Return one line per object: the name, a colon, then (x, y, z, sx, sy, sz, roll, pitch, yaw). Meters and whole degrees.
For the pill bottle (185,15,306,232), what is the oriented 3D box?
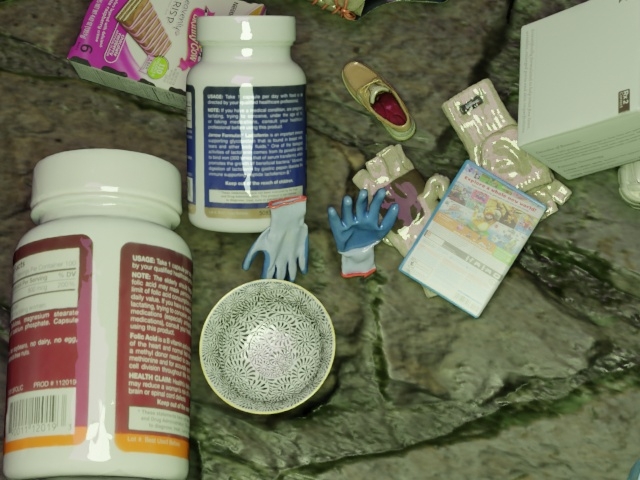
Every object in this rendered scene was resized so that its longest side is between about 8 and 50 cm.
pill bottle: (-0.093, -0.149, 1.675, 0.153, 0.153, 0.264, 1, 100, 7)

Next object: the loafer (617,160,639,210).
loafer: (0.533, -0.090, 1.652, 0.319, 0.112, 0.111, 3, 83, 8)

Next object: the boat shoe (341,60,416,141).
boat shoe: (0.078, -0.192, 1.769, 0.050, 0.045, 0.135, -41, 74, -6)

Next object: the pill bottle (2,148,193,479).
pill bottle: (-0.269, 0.101, 1.635, 0.224, 0.224, 0.392, -2, 74, 6)

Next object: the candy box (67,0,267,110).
candy box: (-0.205, -0.271, 1.811, 0.233, 0.071, 0.159, 18, 77, 11)

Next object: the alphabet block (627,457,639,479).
alphabet block: (0.426, 0.365, 1.497, 0.197, 0.192, 0.193, 18, 79, 12)

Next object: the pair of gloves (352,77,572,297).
pair of gloves: (0.178, -0.066, 1.721, 0.240, 0.042, 0.204, -38, 79, 2)

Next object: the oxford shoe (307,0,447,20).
oxford shoe: (0.009, -0.357, 1.769, 0.348, 0.123, 0.130, -8, 79, -4)

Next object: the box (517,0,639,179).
box: (0.351, -0.194, 1.647, 0.182, 0.119, 0.181, -16, 59, 41)

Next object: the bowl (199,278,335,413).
bowl: (-0.061, 0.139, 1.674, 0.170, 0.080, 0.170, -2, 75, 6)

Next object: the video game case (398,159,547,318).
video game case: (0.192, -0.002, 1.682, 0.119, 0.015, 0.166, 32, 89, 12)

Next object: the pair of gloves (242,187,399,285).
pair of gloves: (0.000, 0.000, 1.654, 0.198, 0.159, 0.023, -9, 47, -14)
